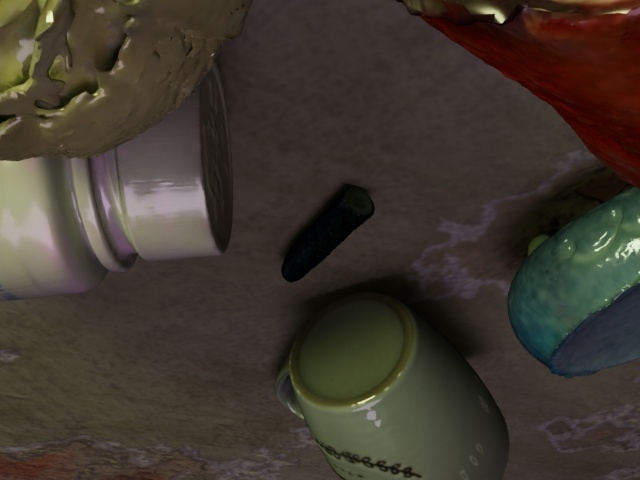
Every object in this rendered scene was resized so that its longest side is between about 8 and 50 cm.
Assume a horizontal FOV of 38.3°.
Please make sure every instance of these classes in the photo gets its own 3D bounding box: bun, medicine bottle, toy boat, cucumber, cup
[{"bbox_3d":[-0.141,-0.153,0.411,0.259,0.152,0.259,-2,123,-3],"label":"bun"},{"bbox_3d":[-0.210,-0.043,0.604,0.292,0.170,0.170,-5,146,1],"label":"medicine bottle"},{"bbox_3d":[0.315,-0.002,0.812,0.330,0.123,0.215,-32,147,18],"label":"toy boat"},{"bbox_3d":[0.000,0.000,0.819,0.032,0.032,0.133,15,143,-26],"label":"cucumber"},{"bbox_3d":[0.043,0.166,0.972,0.258,0.186,0.234,7,147,36],"label":"cup"}]

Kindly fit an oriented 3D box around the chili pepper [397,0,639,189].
[{"bbox_3d":[0.158,-0.134,0.451,0.229,0.251,0.305,-50,141,3],"label":"chili pepper"}]
